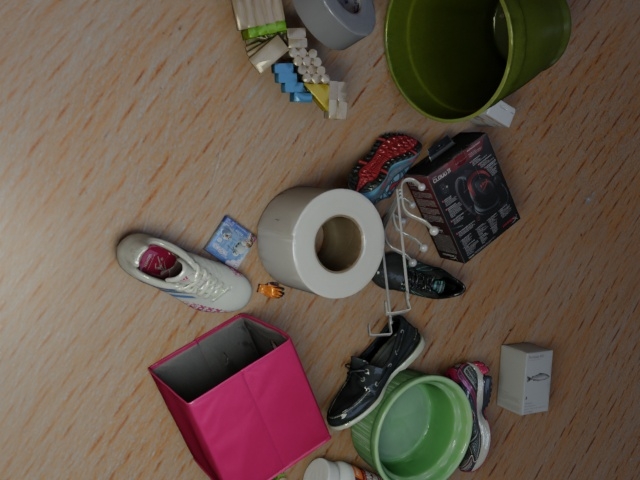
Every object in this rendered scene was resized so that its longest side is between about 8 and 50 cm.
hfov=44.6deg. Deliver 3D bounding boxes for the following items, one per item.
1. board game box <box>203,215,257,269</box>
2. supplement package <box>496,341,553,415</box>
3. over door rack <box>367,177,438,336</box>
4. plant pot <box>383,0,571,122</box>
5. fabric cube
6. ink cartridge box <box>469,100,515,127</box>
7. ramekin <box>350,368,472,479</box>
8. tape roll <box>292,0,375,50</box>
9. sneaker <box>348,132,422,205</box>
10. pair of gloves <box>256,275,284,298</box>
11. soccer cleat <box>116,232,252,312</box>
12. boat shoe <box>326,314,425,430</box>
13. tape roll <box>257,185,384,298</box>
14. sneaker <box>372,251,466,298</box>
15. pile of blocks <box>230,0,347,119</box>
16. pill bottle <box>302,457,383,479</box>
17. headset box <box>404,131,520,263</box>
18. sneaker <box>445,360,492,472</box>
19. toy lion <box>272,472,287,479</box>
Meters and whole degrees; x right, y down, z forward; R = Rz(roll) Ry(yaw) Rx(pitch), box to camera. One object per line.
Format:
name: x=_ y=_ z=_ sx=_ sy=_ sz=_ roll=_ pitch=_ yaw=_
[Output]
board game box: x=-0.201 y=0.006 z=1.748 sx=0.090 sy=0.020 sz=0.090 roll=37 pitch=80 yaw=-29
supplement package: x=0.577 y=0.388 z=2.206 sx=0.105 sy=0.105 sz=0.179 roll=-2 pitch=98 yaw=-29
over door rack: x=0.191 y=0.051 z=1.803 sx=0.108 sy=0.239 sz=0.324 roll=9 pitch=69 yaw=-2
plant pot: x=0.403 y=-0.492 z=1.861 sx=0.353 sy=0.366 sz=0.366 roll=-20 pitch=107 yaw=-39
fabric cube: x=-0.173 y=0.348 z=1.681 sx=0.259 sy=0.254 sz=0.258 roll=-30 pitch=111 yaw=-23
ink cartridge box: x=0.422 y=-0.329 z=1.997 sx=0.088 sy=0.122 sz=0.052 roll=22 pitch=86 yaw=-30
ramekin: x=0.224 y=0.472 z=1.990 sx=0.303 sy=0.148 sz=0.303 roll=-5 pitch=100 yaw=-30
tape roll: x=0.027 y=-0.530 z=1.705 sx=0.219 sy=0.072 sz=0.219 roll=29 pitch=49 yaw=-40
sneaker: x=0.148 y=-0.163 z=1.896 sx=0.262 sy=0.104 sz=0.125 roll=-41 pitch=153 yaw=-32
pair of gloves: x=-0.107 y=0.093 z=1.822 sx=0.074 sy=0.010 sz=0.083 roll=19 pitch=87 yaw=-31
soccer cleat: x=-0.273 y=0.083 z=1.647 sx=0.331 sy=0.143 sz=0.116 roll=24 pitch=85 yaw=-31
boat shoe: x=0.120 y=0.314 z=1.920 sx=0.340 sy=0.127 sz=0.113 roll=-41 pitch=114 yaw=-20
tape roll: x=0.000 y=0.000 z=1.772 sx=0.246 sy=0.169 sz=0.246 roll=-4 pitch=97 yaw=-31
sneaker: x=0.250 y=0.092 z=1.974 sx=0.267 sy=0.106 sz=0.101 roll=11 pitch=93 yaw=-29
pile of blocks: x=-0.080 y=-0.399 z=1.714 sx=0.149 sy=0.112 sz=0.362 roll=-39 pitch=107 yaw=-6
pill bottle: x=0.071 y=0.620 z=1.941 sx=0.221 sy=0.121 sz=0.121 roll=30 pitch=82 yaw=-30
headset box: x=0.359 y=-0.125 z=1.999 sx=0.218 sy=0.110 sz=0.293 roll=-37 pitch=114 yaw=-21
sneaker: x=0.384 y=0.475 z=2.106 sx=0.112 sy=0.121 sz=0.299 roll=-2 pitch=92 yaw=-25
toy lion: x=-0.118 y=0.534 z=1.873 sx=0.096 sy=0.034 sz=0.100 roll=14 pitch=91 yaw=-24
